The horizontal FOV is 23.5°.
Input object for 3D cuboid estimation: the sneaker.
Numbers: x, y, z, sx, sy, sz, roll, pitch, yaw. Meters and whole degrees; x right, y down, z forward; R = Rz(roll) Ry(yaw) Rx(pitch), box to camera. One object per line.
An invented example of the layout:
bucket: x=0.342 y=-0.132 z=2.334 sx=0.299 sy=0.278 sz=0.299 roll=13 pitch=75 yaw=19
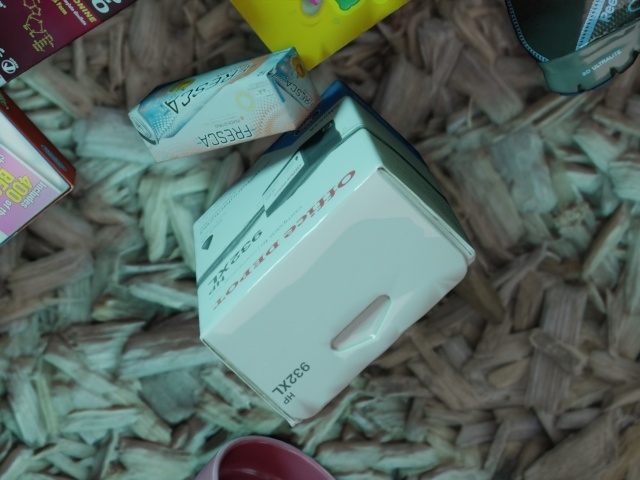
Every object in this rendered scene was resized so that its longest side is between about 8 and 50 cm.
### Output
sneaker: x=0.335 y=-0.283 z=1.471 sx=0.341 sy=0.125 sz=0.140 roll=-36 pitch=104 yaw=5

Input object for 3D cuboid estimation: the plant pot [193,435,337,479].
plant pot: x=-0.078 y=0.338 z=1.623 sx=0.201 sy=0.201 sz=0.180 roll=33 pitch=119 yaw=-15

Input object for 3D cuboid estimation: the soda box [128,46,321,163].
soda box: x=-0.092 y=-0.127 z=1.466 sx=0.183 sy=0.058 sz=0.063 roll=-11 pitch=117 yaw=37

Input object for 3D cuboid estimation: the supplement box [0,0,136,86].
supplement box: x=-0.240 y=-0.252 z=1.401 sx=0.239 sy=0.073 sz=0.130 roll=-26 pitch=112 yaw=31

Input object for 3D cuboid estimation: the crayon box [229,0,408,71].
crayon box: x=0.025 y=-0.373 z=1.371 sx=0.363 sy=0.106 sz=0.313 roll=-33 pitch=109 yaw=23

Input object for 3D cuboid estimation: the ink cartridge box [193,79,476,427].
ink cartridge box: x=0.000 y=0.000 z=1.438 sx=0.223 sy=0.307 sz=0.129 roll=-44 pitch=108 yaw=9

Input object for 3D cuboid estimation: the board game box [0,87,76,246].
board game box: x=-0.432 y=-0.100 z=1.489 sx=0.242 sy=0.064 sz=0.316 roll=-38 pitch=109 yaw=8
